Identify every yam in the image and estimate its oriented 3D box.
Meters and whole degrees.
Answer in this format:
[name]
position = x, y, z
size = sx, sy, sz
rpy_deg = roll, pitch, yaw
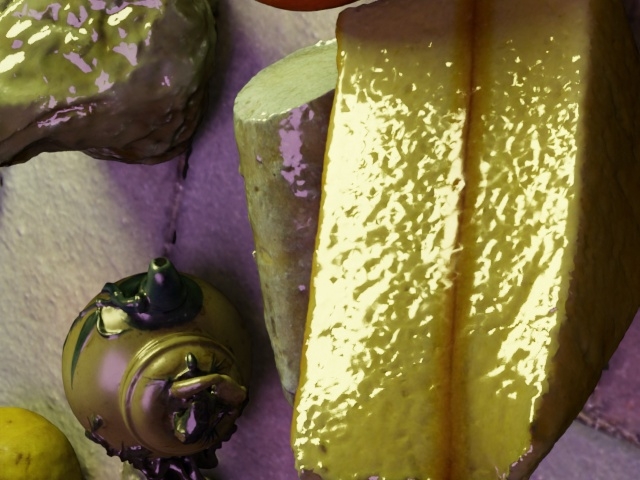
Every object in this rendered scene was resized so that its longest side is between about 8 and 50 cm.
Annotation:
[yam]
position = 0.000, 0.000, 1.587
size = 0.133, 0.133, 0.330
rpy_deg = 7, 112, 32

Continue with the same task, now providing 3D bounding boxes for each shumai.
[shumai]
position = -0.220, -0.160, 1.620
size = 0.225, 0.222, 0.261
rpy_deg = 37, 121, 20

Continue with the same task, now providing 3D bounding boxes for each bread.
[bread]
position = 0.095, -0.007, 1.334
size = 0.233, 0.362, 0.245
rpy_deg = -11, 116, 28

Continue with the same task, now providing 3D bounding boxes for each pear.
[pear]
position = -0.313, 0.236, 1.850
size = 0.149, 0.162, 0.149
rpy_deg = 3, 96, 28

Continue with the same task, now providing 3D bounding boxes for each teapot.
[teapot]
position = -0.132, 0.134, 1.669
size = 0.182, 0.173, 0.269
rpy_deg = -142, 43, -60

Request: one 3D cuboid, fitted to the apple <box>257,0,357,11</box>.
[apple]
position = -0.018, -0.291, 1.434
size = 0.242, 0.242, 0.241
rpy_deg = 46, 130, 14
